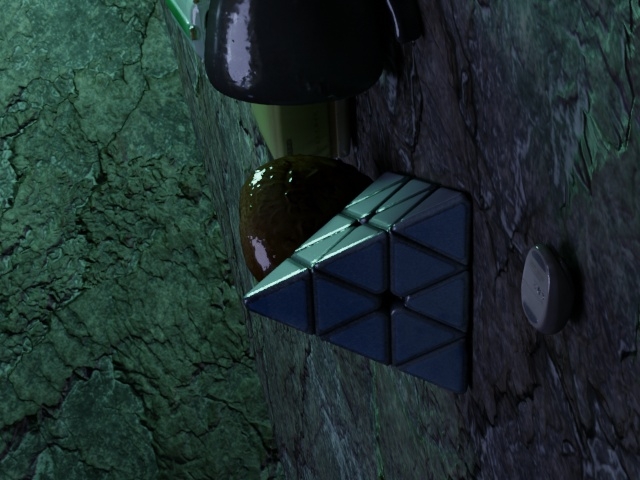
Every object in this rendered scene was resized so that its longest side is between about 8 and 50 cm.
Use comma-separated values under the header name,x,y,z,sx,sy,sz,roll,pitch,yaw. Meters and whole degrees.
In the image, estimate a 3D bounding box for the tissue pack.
name,x,y,z,sx,sy,sz,roll,pitch,yaw
tissue pack,-0.035,-0.242,2.235,0.159,0.125,0.234,-116,18,-47

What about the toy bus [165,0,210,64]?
name,x,y,z,sx,sy,sz,roll,pitch,yaw
toy bus,-0.155,-0.382,2.555,0.276,0.164,0.134,-126,26,-60

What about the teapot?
name,x,y,z,sx,sy,sz,roll,pitch,yaw
teapot,-0.027,-0.312,1.918,0.305,0.223,0.285,-125,30,-67

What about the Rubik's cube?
name,x,y,z,sx,sy,sz,roll,pitch,yaw
Rubik's cube,0.086,0.033,1.948,0.233,0.229,0.228,20,-88,-62

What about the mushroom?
name,x,y,z,sx,sy,sz,roll,pitch,yaw
mushroom,0.000,0.000,2.110,0.153,0.253,0.253,-35,63,37

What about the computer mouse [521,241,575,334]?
name,x,y,z,sx,sy,sz,roll,pitch,yaw
computer mouse,0.224,0.046,1.551,0.066,0.039,0.096,-119,26,-51
